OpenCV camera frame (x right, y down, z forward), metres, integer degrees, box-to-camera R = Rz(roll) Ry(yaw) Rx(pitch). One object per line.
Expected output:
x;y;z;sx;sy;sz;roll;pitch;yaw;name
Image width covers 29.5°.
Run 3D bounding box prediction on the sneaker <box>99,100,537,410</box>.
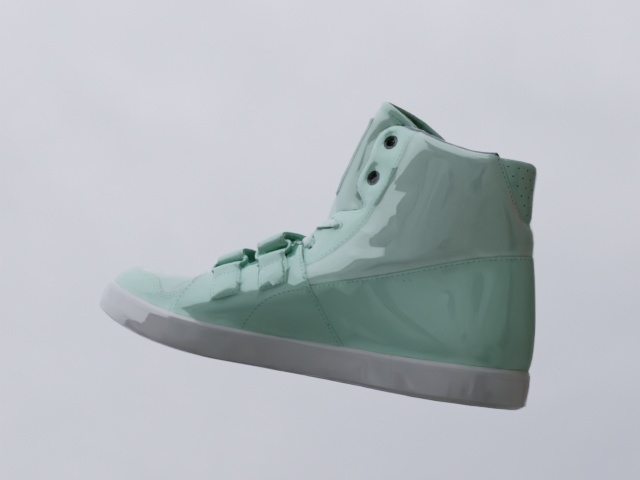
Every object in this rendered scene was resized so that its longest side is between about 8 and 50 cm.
0.001;0.000;0.669;0.094;0.256;0.151;19;-102;-64;sneaker
